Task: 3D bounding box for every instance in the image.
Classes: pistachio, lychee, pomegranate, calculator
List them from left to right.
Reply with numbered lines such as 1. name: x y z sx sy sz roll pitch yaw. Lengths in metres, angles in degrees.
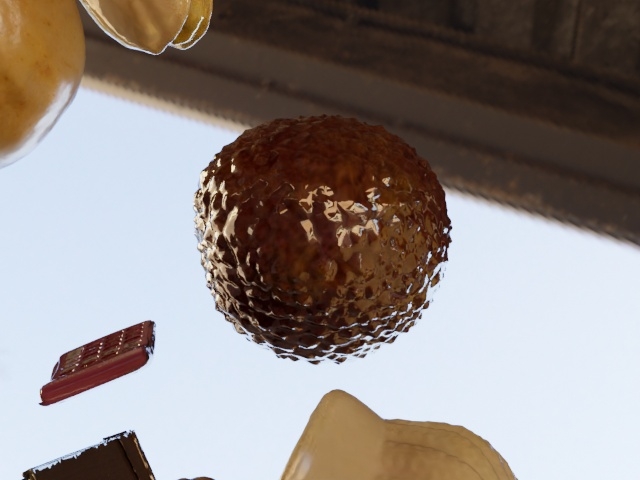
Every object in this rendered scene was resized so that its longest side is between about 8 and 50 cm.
1. pomegranate: -0.244 -0.122 0.929 0.196 0.196 0.196 18 -48 21
2. calculator: -0.241 0.137 1.574 0.127 0.190 0.034 -23 -80 1
3. pistachio: -0.178 -0.271 1.335 0.145 0.117 0.200 -42 -113 32
4. lychee: 0.000 0.000 1.388 0.261 0.260 0.260 18 -48 21

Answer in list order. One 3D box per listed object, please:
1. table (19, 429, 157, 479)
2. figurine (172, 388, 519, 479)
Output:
1. table: -0.271 0.315 1.250 0.251 0.282 0.196 -25 -96 7
2. figurine: 0.001 0.217 0.883 0.205 0.185 0.332 13 -27 -24
